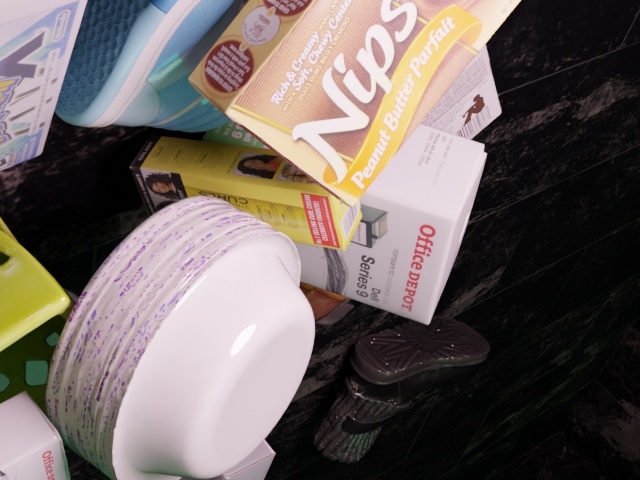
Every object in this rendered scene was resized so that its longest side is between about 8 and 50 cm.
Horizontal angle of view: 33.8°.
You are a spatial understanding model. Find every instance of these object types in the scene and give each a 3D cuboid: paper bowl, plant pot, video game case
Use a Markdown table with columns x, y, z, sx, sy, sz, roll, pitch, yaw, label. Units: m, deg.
| x | y | z | sx | sy | sz | roll | pitch | yaw | label |
| --- | --- | --- | --- | --- | --- | --- | --- | --- | --- |
| -0.113 | 0.111 | 1.012 | 0.284 | 0.148 | 0.284 | -46 | 154 | -31 | paper bowl |
| -0.350 | 0.097 | 1.019 | 0.227 | 0.207 | 0.228 | -35 | 153 | -13 | plant pot |
| -0.336 | -0.094 | 0.816 | 0.300 | 0.036 | 0.329 | -26 | 172 | -29 | video game case |

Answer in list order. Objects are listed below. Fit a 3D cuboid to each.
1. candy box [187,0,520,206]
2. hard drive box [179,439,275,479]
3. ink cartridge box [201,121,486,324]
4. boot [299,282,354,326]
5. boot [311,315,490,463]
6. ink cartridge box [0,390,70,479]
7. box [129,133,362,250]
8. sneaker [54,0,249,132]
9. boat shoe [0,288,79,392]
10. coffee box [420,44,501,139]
| x | y | z | sx | sy | sz | roll | pitch | yaw | label |
| --- | --- | --- | --- | --- | --- | --- | --- | --- | --- |
| 0.054 | -0.205 | 0.934 | 0.316 | 0.087 | 0.183 | -50 | 133 | 6 | candy box |
| -0.186 | 0.283 | 1.492 | 0.089 | 0.232 | 0.181 | -19 | 146 | -38 | hard drive box |
| 0.021 | -0.046 | 1.201 | 0.211 | 0.289 | 0.121 | 95 | 16 | -53 | ink cartridge box |
| 0.000 | 0.000 | 1.523 | 0.264 | 0.096 | 0.280 | -41 | 147 | 15 | boot |
| 0.154 | 0.291 | 2.071 | 0.348 | 0.131 | 0.260 | -6 | 130 | -35 | boot |
| -0.310 | 0.217 | 0.950 | 0.150 | 0.063 | 0.109 | -28 | 150 | -26 | ink cartridge box |
| -0.078 | -0.051 | 1.100 | 0.087 | 0.232 | 0.058 | 77 | 30 | -46 | box |
| -0.097 | -0.227 | 0.978 | 0.319 | 0.127 | 0.208 | -44 | 154 | 25 | sneaker |
| -0.329 | 0.157 | 1.266 | 0.102 | 0.108 | 0.301 | -62 | 175 | -55 | boat shoe |
| 0.090 | -0.226 | 1.177 | 0.119 | 0.168 | 0.297 | -41 | 153 | -2 | coffee box |
